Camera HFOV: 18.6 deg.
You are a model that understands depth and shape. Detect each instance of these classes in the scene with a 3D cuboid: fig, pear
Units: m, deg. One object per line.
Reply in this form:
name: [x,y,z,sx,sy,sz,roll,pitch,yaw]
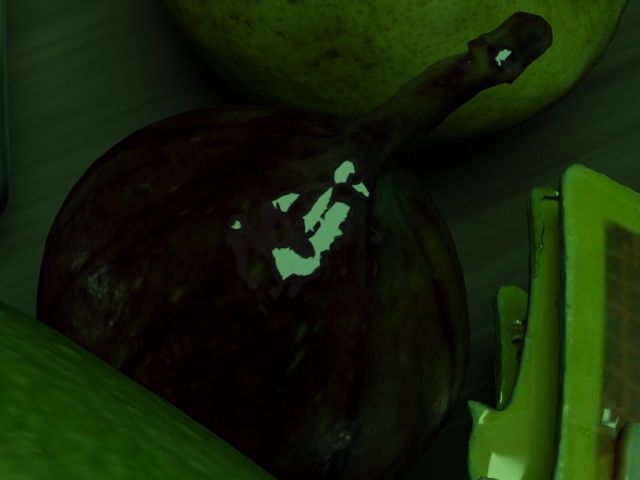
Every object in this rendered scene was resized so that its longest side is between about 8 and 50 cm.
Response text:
fig: [-0.017,0.022,0.661,0.148,0.202,0.149,-5,81,-17]
pear: [0.023,-0.134,0.745,0.197,0.197,0.197,3,64,-6]

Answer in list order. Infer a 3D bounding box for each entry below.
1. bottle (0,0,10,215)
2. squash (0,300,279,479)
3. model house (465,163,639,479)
bottle: [-0.158,-0.119,0.775,0.096,0.079,0.254,18,56,-42]
squash: [-0.154,0.107,0.570,0.310,0.310,0.309,-30,60,-19]
model house: [0.203,0.085,0.639,0.357,0.242,0.313,-24,67,-16]
